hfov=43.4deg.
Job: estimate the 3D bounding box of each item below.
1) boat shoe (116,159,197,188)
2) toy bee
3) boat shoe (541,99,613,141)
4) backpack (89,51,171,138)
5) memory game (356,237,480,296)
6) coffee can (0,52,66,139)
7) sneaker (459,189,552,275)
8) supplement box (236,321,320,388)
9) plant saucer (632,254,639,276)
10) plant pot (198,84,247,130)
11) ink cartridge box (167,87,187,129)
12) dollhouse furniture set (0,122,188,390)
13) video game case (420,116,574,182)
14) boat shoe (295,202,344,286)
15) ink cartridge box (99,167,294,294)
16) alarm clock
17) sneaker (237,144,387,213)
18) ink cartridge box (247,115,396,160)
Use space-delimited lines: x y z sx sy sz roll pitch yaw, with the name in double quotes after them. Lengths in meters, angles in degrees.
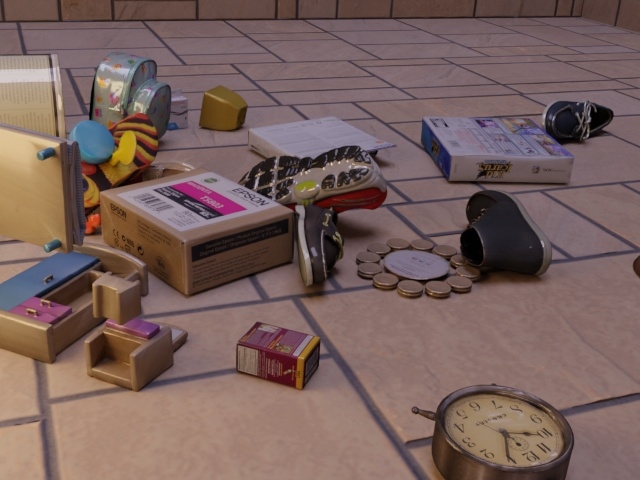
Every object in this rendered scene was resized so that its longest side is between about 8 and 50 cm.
-0.294 -0.102 1.393 0.170 0.062 0.059 0 25 15 "boat shoe"
-0.369 -0.094 1.274 0.298 0.162 0.195 -28 -2 -26 "toy bee"
0.592 -0.275 1.848 0.079 0.095 0.255 10 14 42 "boat shoe"
-0.382 -0.278 1.610 0.145 0.188 0.166 8 24 11 "backpack"
0.143 0.039 1.187 0.186 0.012 0.186 3 24 -1 "memory game"
-0.622 -0.245 1.490 0.276 0.201 0.201 -5 26 -19 "coffee can"
0.253 -0.025 1.237 0.118 0.083 0.222 5 24 -20 "sneaker"
-0.048 0.131 0.921 0.083 0.043 0.055 13 26 18 "supplement box"
0.562 0.043 1.212 0.169 0.029 0.168 2 25 -1 "plant saucer"
-0.211 -0.289 1.792 0.083 0.081 0.081 21 28 14 "plant pot"
-0.319 -0.289 1.768 0.048 0.083 0.028 -15 30 -34 "ink cartridge box"
-0.281 -0.034 0.943 0.287 0.303 0.198 13 27 20 "dollhouse furniture set"
0.354 -0.190 1.660 0.245 0.061 0.269 -1 25 -5 "video game case"
0.000 0.000 1.171 0.069 0.081 0.227 -2 22 -3 "boat shoe"
-0.185 -0.022 1.192 0.193 0.088 0.235 -20 32 -39 "ink cartridge box"
0.182 0.206 0.759 0.130 0.064 0.192 -9 25 -26 "alarm clock"
-0.020 -0.070 1.318 0.279 0.118 0.107 -4 54 32 "sneaker"
0.002 -0.190 1.636 0.223 0.045 0.224 -14 30 -32 "ink cartridge box"
